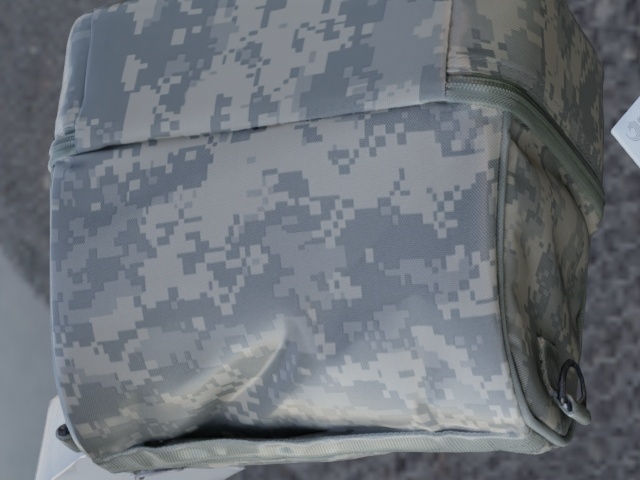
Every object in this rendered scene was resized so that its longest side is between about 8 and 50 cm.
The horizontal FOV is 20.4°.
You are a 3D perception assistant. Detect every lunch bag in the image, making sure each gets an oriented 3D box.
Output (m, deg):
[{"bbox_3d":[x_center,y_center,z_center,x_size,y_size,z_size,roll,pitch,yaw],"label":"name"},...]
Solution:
[{"bbox_3d":[0.000,0.000,0.991,0.305,0.212,0.256,-5,66,23],"label":"lunch bag"}]

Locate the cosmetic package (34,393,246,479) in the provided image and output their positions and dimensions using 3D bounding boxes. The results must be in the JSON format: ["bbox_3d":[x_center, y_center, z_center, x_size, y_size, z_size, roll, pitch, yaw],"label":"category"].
[{"bbox_3d":[-0.157,0.169,1.563,0.238,0.127,0.107,-39,39,55],"label":"cosmetic package"}]

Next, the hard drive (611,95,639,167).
[{"bbox_3d":[0.501,-0.056,2.028,0.353,0.047,0.233,53,149,13],"label":"hard drive"}]
